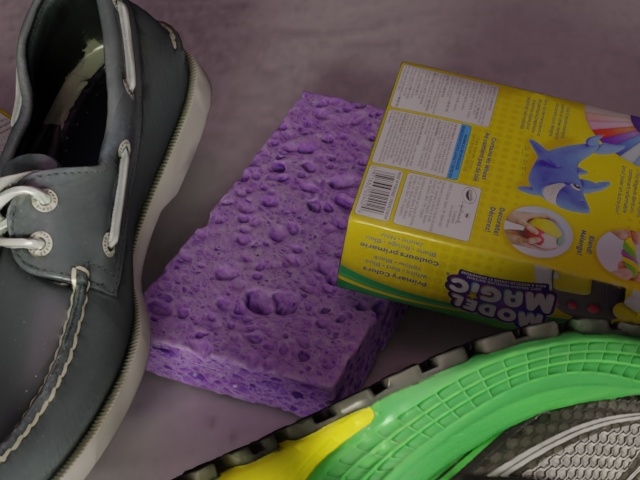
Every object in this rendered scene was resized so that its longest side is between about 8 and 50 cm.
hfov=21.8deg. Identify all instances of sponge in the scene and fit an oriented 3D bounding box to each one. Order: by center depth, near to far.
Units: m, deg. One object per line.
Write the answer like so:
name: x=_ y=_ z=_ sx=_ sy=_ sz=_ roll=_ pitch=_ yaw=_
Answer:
sponge: x=0.000 y=0.000 z=0.852 sx=0.117 sy=0.031 sz=0.210 roll=14 pitch=45 yaw=23

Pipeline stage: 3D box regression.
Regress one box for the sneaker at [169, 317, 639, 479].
sneaker: x=0.025 y=0.134 z=0.648 sx=0.343 sy=0.134 sz=0.146 roll=-23 pitch=83 yaw=-30

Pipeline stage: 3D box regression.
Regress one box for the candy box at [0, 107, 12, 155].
candy box: x=-0.235 y=-0.004 z=0.896 sx=0.206 sy=0.027 sz=0.105 roll=-35 pitch=50 yaw=-28

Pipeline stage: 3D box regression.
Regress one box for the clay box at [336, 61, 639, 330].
clay box: x=0.130 y=-0.008 z=0.803 sx=0.222 sy=0.053 sz=0.127 roll=15 pitch=44 yaw=5

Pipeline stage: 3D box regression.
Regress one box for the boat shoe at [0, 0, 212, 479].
boat shoe: x=-0.138 y=-0.003 z=0.792 sx=0.116 sy=0.099 sz=0.319 roll=-10 pitch=45 yaw=27
